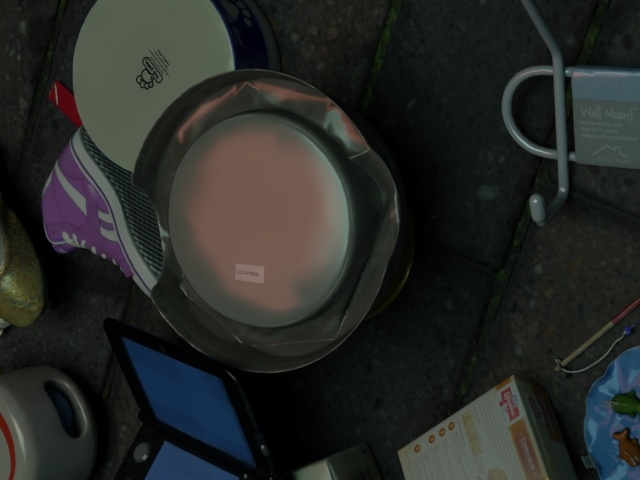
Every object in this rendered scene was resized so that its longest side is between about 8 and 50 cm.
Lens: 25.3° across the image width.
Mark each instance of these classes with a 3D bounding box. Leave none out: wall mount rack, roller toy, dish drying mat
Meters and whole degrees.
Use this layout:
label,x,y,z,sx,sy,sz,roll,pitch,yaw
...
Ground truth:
label,x,y,z,sx,sy,sz,roll,pitch,yaw
wall mount rack,0.326,-0.154,1.493,0.350,0.130,0.304,7,119,30
roller toy,-0.411,0.277,1.992,0.191,0.146,0.209,18,109,38
dish drying mat,-0.349,-0.187,1.996,0.083,0.008,0.032,43,113,21

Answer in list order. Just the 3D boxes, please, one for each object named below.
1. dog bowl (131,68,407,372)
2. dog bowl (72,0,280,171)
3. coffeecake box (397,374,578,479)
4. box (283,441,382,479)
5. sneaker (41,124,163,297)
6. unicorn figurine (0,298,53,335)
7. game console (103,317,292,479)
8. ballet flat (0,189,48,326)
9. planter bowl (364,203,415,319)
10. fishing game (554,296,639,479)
label,x,y,z,sx,sy,sz,roll,pitch,yaw
dog bowl,-0.055,-0.026,1.671,0.349,0.102,0.349,4,98,28
dog bowl,-0.189,-0.214,1.843,0.265,0.104,0.265,3,95,31
coffeecake box,0.192,0.266,1.646,0.185,0.068,0.142,-38,46,28
box,-0.056,0.347,1.808,0.275,0.113,0.094,-26,81,31
sneaker,-0.283,-0.003,1.928,0.161,0.102,0.282,-47,60,29
unicorn figurine,-0.443,0.082,2.052,0.111,0.060,0.162,50,130,7
game console,-0.195,0.266,1.760,0.293,0.173,0.250,15,74,49
ballet flat,-0.490,-0.030,1.994,0.123,0.123,0.348,-40,62,27
planter bowl,0.000,0.000,1.757,0.217,0.090,0.217,3,95,31
fishing game,0.365,0.204,1.565,0.189,0.041,0.264,-44,61,27
